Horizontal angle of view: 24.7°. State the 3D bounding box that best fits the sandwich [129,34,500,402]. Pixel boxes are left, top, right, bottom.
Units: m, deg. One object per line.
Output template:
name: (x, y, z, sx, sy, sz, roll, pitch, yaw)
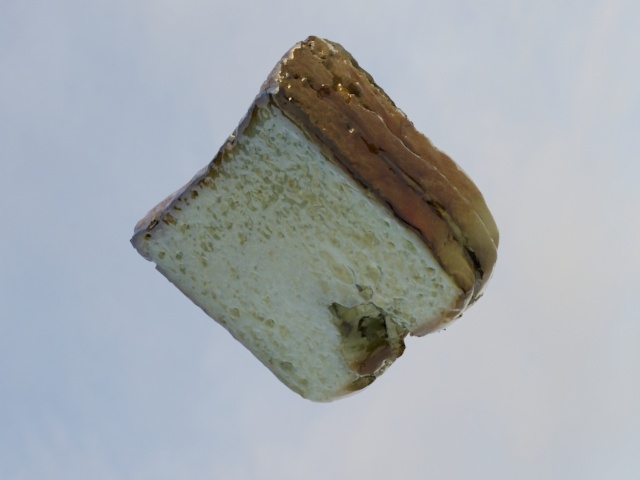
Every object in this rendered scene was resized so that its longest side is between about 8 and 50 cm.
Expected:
sandwich: (0.001, -0.001, 1.213, 0.249, 0.273, 0.095, 45, -133, -1)
